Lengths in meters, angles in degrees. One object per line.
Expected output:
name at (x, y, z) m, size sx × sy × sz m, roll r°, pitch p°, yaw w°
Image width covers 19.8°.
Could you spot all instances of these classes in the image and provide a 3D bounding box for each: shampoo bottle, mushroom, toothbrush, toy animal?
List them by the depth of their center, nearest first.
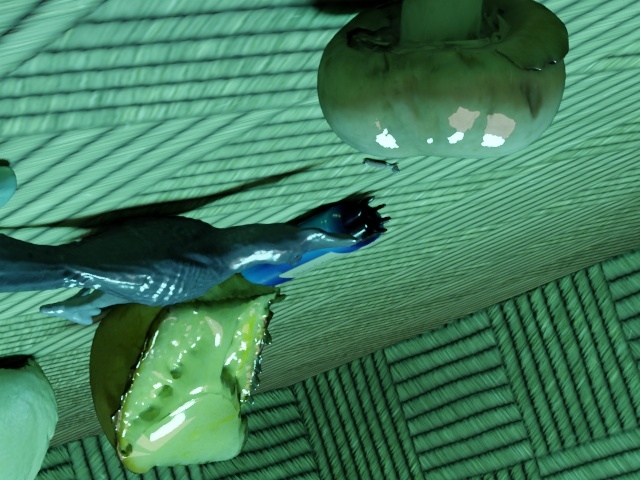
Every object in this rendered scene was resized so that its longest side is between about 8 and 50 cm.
mushroom at (0.072, -0.109, 1.111) m, size 0.154 × 0.122 × 0.154 m, roll -3°, pitch -152°, yaw 2°
toy animal at (-0.172, 0.022, 1.604) m, size 0.367 × 0.081 × 0.206 m, roll -3°, pitch 169°, yaw -35°
toothbrush at (0.057, -0.069, 1.722) m, size 0.006 × 0.008 × 0.097 m, roll -35°, pitch 167°, yaw 16°
shampoo bottle at (0.000, 0.000, 1.924) m, size 0.087 × 0.050 × 0.183 m, roll -6°, pitch 167°, yaw -43°

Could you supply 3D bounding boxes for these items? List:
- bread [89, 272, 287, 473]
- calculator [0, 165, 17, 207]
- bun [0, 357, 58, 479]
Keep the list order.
bread at (-0.171, 0.136, 2.109) m, size 0.204 × 0.162 × 0.262 m, roll -9°, pitch 126°, yaw -42°
calculator at (-0.258, -0.026, 1.267) m, size 0.095 × 0.021 × 0.153 m, roll -15°, pitch 175°, yaw -24°
bun at (-0.494, 0.288, 2.295) m, size 0.364 × 0.202 × 0.364 m, roll -19°, pitch 174°, yaw -2°
